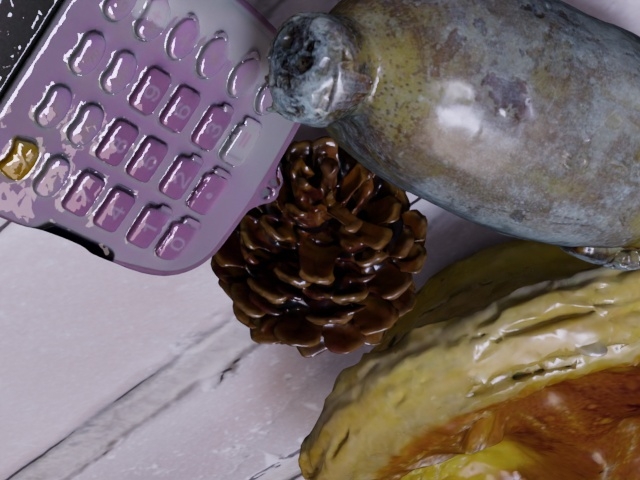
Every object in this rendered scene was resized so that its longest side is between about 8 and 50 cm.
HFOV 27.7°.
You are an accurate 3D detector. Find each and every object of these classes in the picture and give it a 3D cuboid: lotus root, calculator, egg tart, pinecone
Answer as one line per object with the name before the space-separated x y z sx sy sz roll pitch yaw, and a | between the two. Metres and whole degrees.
lotus root | 0.119 -0.089 0.851 0.349 0.175 0.175 18 133 -30
calculator | -0.139 -0.094 0.790 0.294 0.043 0.194 30 96 -33
egg tart | 0.193 0.112 1.116 0.443 0.178 0.443 -9 148 -6
pinecone | 0.000 0.000 0.935 0.174 0.173 0.173 -9 143 -7
